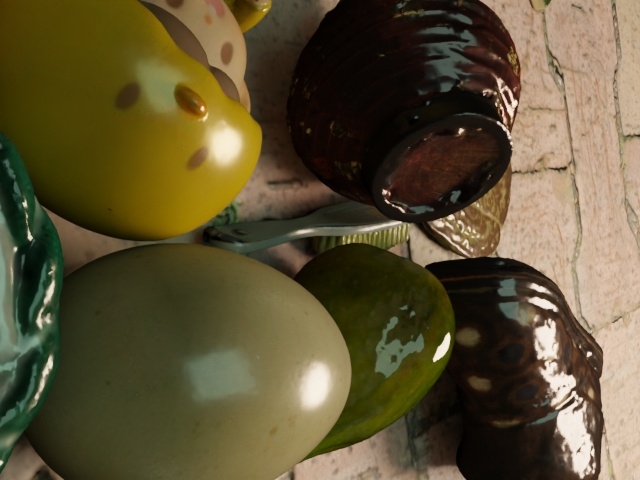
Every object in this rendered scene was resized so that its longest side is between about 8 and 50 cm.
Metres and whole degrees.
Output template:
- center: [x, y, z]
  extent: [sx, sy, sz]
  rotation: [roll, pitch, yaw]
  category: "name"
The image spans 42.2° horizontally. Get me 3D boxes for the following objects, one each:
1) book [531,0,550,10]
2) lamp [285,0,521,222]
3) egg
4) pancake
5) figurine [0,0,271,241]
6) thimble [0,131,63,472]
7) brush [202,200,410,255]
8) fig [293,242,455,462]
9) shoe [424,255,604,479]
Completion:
- center: [0.322, -0.517, 1.263]
  extent: [0.202, 0.027, 0.264]
  rotation: [-55, 127, -35]
  category: "book"
- center: [0.079, -0.141, 0.814]
  extent: [0.247, 0.247, 0.246]
  rotation: [5, 83, -49]
  category: "lamp"
- center: [-0.092, 0.096, 0.605]
  extent: [0.254, 0.189, 0.188]
  rotation: [2, 86, -33]
  category: "egg"
- center: [0.191, -0.097, 1.075]
  extent: [0.250, 0.031, 0.250]
  rotation: [4, 85, -49]
  category: "pancake"
- center: [-0.111, -0.159, 0.627]
  extent: [0.215, 0.187, 0.343]
  rotation: [44, 49, -27]
  category: "figurine"
- center: [-0.284, 0.039, 0.415]
  extent: [0.288, 0.167, 0.254]
  rotation: [-15, 98, -50]
  category: "thimble"
- center: [0.000, 0.000, 0.837]
  extent: [0.297, 0.068, 0.060]
  rotation: [-10, 117, -45]
  category: "brush"
- center: [0.019, 0.115, 0.774]
  extent: [0.167, 0.167, 0.233]
  rotation: [35, 85, -42]
  category: "fig"
- center: [0.224, 0.180, 0.987]
  extent: [0.384, 0.171, 0.237]
  rotation: [39, 55, -49]
  category: "shoe"
